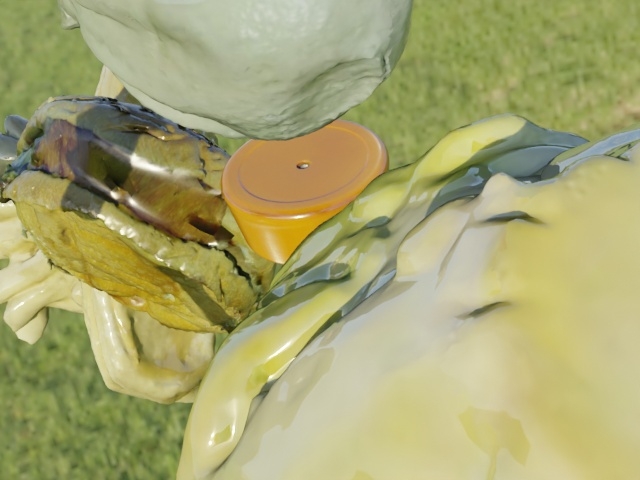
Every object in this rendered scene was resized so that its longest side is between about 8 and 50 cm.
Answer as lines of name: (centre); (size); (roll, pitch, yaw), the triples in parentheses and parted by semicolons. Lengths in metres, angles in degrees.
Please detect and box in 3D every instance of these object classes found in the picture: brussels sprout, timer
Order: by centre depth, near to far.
brussels sprout: (0.068, 0.126, 0.512); (0.344, 0.344, 0.268); (12, 39, 45)
timer: (0.000, 0.000, 1.162); (0.132, 0.152, 0.132); (-8, 37, 6)

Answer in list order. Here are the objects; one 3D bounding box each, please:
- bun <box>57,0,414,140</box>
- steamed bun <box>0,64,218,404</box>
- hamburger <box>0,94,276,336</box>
bun: (-0.084, -0.209, 0.860); (0.194, 0.354, 0.354); (-25, 26, -10)
steamed bun: (-0.252, -0.023, 1.612); (0.189, 0.428, 0.247); (-2, 4, 40)
hamburger: (-0.160, -0.024, 1.351); (0.265, 0.134, 0.285); (23, -17, -3)
